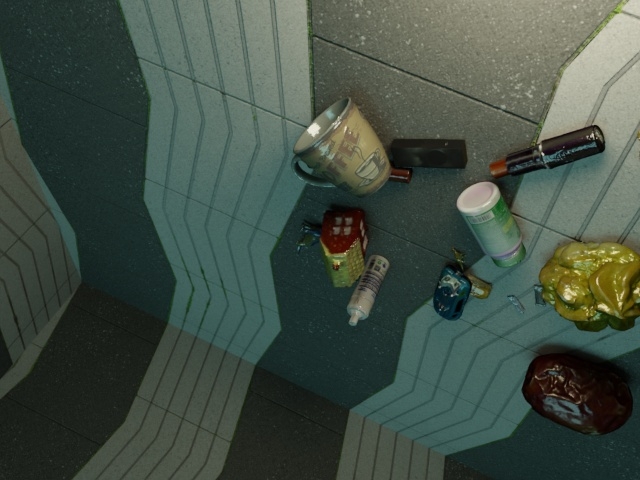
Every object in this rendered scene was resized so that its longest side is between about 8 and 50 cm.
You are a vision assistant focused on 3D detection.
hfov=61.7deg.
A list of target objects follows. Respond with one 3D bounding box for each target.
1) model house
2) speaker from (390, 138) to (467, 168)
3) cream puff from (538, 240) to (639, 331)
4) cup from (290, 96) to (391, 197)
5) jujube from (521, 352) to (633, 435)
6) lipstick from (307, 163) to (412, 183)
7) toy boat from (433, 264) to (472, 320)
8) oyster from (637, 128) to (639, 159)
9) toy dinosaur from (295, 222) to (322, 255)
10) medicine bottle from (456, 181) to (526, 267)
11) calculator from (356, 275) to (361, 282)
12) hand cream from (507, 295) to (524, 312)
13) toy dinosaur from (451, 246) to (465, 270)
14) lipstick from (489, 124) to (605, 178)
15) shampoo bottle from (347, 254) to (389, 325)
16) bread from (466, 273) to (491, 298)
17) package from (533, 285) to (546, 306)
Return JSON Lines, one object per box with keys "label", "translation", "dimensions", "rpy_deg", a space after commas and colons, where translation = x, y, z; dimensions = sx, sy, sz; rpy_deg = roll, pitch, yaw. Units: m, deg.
{"label": "model house", "translation": [0.079, 0.039, 1.939], "dimensions": [0.160, 0.254, 0.196], "rpy_deg": [3, 138, 14]}
{"label": "speaker", "translation": [0.322, -0.257, 1.599], "dimensions": [0.218, 0.044, 0.082], "rpy_deg": [7, 140, 27]}
{"label": "cream puff", "translation": [0.824, 0.168, 1.619], "dimensions": [0.324, 0.257, 0.291], "rpy_deg": [-2, 132, 36]}
{"label": "cup", "translation": [0.054, -0.240, 1.621], "dimensions": [0.301, 0.227, 0.257], "rpy_deg": [-27, 116, 37]}
{"label": "jujube", "translation": [0.975, 0.586, 2.043], "dimensions": [0.377, 0.276, 0.276], "rpy_deg": [18, 144, 17]}
{"label": "lipstick", "translation": [0.121, -0.238, 1.753], "dimensions": [0.357, 0.057, 0.057], "rpy_deg": [12, 142, 23]}
{"label": "toy boat", "translation": [0.473, 0.222, 2.023], "dimensions": [0.134, 0.092, 0.299], "rpy_deg": [39, 152, 27]}
{"label": "oyster", "translation": [0.820, -0.152, 1.257], "dimensions": [0.092, 0.198, 0.259], "rpy_deg": [-9, 109, 45]}
{"label": "toy dinosaur", "translation": [0.000, 0.000, 2.138], "dimensions": [0.188, 0.075, 0.247], "rpy_deg": [19, 140, -5]}
{"label": "medicine bottle", "translation": [0.534, -0.040, 1.653], "dimensions": [0.133, 0.133, 0.274], "rpy_deg": [-9, 130, 41]}
{"label": "calculator", "translation": [0.120, 0.132, 2.259], "dimensions": [0.141, 0.019, 0.094], "rpy_deg": [38, 145, -16]}
{"label": "hand cream", "translation": [0.724, 0.235, 1.979], "dimensions": [0.030, 0.019, 0.093], "rpy_deg": [-17, 118, 48]}
{"label": "toy dinosaur", "translation": [0.499, 0.066, 1.904], "dimensions": [0.041, 0.026, 0.113], "rpy_deg": [-8, 123, 50]}
{"label": "lipstick", "translation": [0.591, -0.224, 1.423], "dimensions": [0.300, 0.081, 0.081], "rpy_deg": [-16, 126, 43]}
{"label": "shampoo bottle", "translation": [0.175, 0.196, 2.051], "dimensions": [0.092, 0.303, 0.092], "rpy_deg": [18, 145, 13]}
{"label": "bread", "translation": [0.573, 0.176, 1.974], "dimensions": [0.106, 0.053, 0.072], "rpy_deg": [30, 142, 7]}
{"label": "package", "translation": [0.773, 0.197, 1.892], "dimensions": [0.037, 0.015, 0.110], "rpy_deg": [3, 139, 31]}
